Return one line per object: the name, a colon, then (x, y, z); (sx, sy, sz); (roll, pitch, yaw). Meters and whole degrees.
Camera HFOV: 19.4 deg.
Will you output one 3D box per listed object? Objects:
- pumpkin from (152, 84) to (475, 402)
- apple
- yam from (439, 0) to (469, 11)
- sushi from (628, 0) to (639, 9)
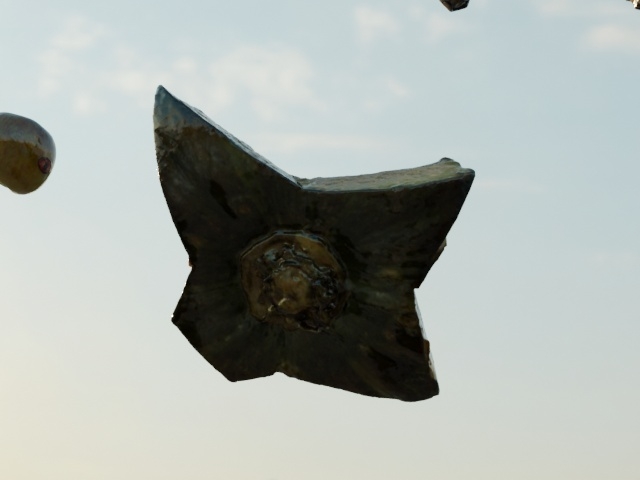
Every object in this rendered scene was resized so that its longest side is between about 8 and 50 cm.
pumpkin: (-0.020, 0.015, 1.652); (0.290, 0.258, 0.095); (11, 29, 4)
apple: (-0.302, -0.085, 1.847); (0.084, 0.071, 0.084); (22, -13, 5)
yam: (0.089, -0.373, 2.198); (0.046, 0.264, 0.046); (-36, -13, -10)
sushi: (0.324, -0.258, 1.473); (0.226, 0.103, 0.097); (-27, 3, -5)
